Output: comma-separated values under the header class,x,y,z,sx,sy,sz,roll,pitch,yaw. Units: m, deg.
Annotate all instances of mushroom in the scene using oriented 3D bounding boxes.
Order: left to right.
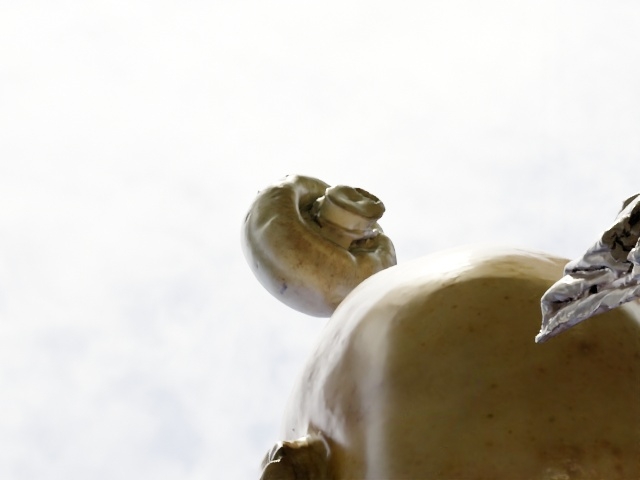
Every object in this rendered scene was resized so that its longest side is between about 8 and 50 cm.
class,x,y,z,sx,sy,sz,roll,pitch,yaw
mushroom,0.000,0.000,1.910,0.166,0.127,0.166,24,-157,-11

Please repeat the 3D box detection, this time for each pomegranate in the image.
class,x,y,z,sx,sy,sz,roll,pitch,yaw
pomegranate,0.129,0.194,1.531,0.412,0.411,0.411,10,-136,-10

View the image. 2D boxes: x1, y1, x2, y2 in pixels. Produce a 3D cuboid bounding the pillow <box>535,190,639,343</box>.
class,x,y,z,sx,sy,sz,roll,pitch,yaw
pillow,0.221,-0.013,1.115,0.135,0.248,0.049,-41,-83,-31
